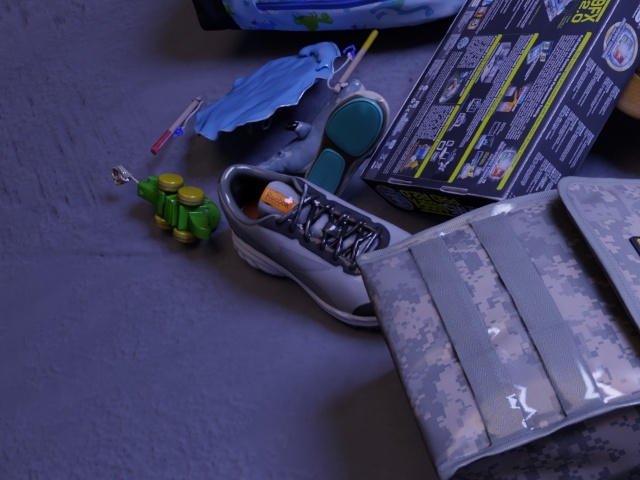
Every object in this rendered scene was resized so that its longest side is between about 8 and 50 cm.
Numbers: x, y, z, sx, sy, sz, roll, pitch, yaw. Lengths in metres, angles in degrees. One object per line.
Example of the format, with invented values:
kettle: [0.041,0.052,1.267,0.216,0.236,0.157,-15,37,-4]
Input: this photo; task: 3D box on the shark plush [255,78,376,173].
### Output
shark plush: [-0.018,-0.112,1.164,0.161,0.067,0.073,-22,48,11]

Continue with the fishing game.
fishing game: [-0.057,-0.160,1.215,0.264,0.041,0.189,-17,27,28]

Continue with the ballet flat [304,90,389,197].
ballet flat: [0.029,-0.102,1.085,0.057,0.168,0.052,39,50,2]

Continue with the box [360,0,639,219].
box: [0.180,-0.143,1.023,0.216,0.060,0.270,14,70,56]

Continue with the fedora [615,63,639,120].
fedora: [0.345,-0.168,0.982,0.194,0.079,0.194,-27,45,30]

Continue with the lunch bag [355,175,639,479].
lunch bag: [0.202,0.079,0.838,0.286,0.169,0.235,-21,45,2]

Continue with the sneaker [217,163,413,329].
sneaker: [0.000,0.000,1.043,0.271,0.108,0.100,22,66,37]

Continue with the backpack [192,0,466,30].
backpack: [0.052,-0.364,1.225,0.355,0.273,0.290,20,60,24]

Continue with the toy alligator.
toy alligator: [-0.162,-0.047,1.206,0.051,0.056,0.189,-11,31,-39]
